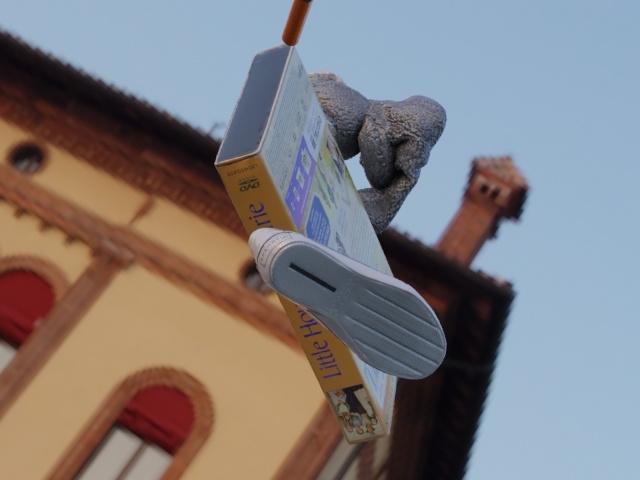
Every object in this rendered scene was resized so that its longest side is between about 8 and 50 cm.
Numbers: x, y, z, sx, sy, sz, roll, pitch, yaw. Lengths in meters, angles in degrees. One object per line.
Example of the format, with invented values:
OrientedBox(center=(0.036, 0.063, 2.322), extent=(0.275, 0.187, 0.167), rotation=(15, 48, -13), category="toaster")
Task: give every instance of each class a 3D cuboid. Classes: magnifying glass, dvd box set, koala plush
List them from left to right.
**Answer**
OrientedBox(center=(-0.010, -0.290, 1.651), extent=(0.026, 0.092, 0.231), rotation=(23, -28, -4), category="magnifying glass")
OrientedBox(center=(0.000, 0.000, 1.854), extent=(0.062, 0.307, 0.420), rotation=(-15, -61, 17), category="dvd box set")
OrientedBox(center=(0.055, -0.167, 2.228), extent=(0.221, 0.196, 0.203), rotation=(29, -58, -6), category="koala plush")

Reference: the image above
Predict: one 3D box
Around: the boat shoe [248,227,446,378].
OrientedBox(center=(0.028, 0.049, 1.389), extent=(0.226, 0.083, 0.076), rotation=(39, 2, -31), category="boat shoe")
